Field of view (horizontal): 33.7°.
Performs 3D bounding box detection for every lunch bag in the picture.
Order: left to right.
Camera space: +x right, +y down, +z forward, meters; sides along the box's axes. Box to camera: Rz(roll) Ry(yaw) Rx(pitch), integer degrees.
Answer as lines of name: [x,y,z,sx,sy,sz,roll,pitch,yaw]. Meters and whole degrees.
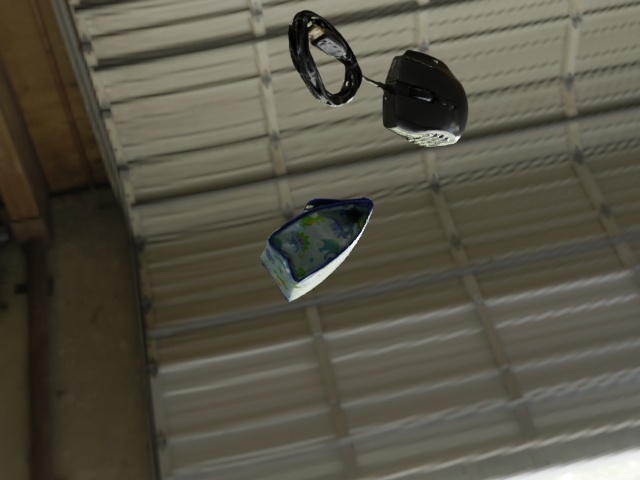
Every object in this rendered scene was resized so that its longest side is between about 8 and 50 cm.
lunch bag: [0.000,0.000,1.437,0.151,0.096,0.129,-31,-7,-13]

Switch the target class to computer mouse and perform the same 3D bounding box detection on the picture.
computer mouse: [0.054,-0.118,0.785,0.041,0.071,0.242,8,-1,33]
